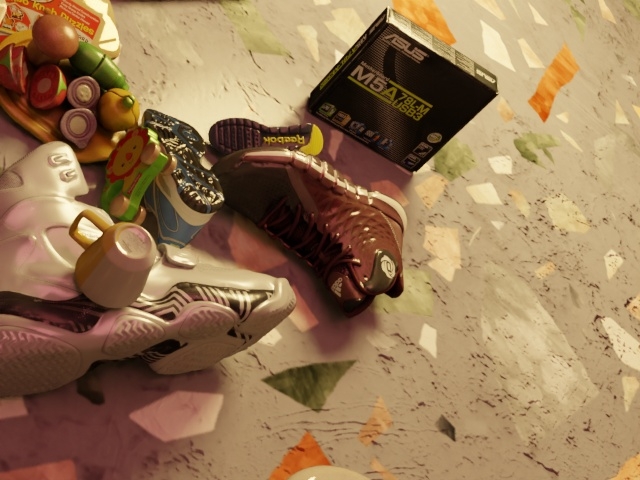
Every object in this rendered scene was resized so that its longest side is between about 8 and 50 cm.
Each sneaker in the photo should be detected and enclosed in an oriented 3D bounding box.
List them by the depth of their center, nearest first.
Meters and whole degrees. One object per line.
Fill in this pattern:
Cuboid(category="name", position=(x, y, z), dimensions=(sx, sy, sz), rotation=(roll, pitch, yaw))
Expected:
Cuboid(category="sneaker", position=(-0.194, 0.018, 1.032), dimensions=(0.365, 0.137, 0.210), rotation=(-5, 64, -40))
Cuboid(category="sneaker", position=(-0.170, -0.074, 1.188), dimensions=(0.080, 0.081, 0.211), rotation=(19, 29, -28))
Cuboid(category="sneaker", position=(0.000, 0.000, 1.254), dimensions=(0.281, 0.106, 0.163), rotation=(17, 50, -32))
Cuboid(category="sneaker", position=(-0.072, -0.120, 1.335), dimensions=(0.144, 0.059, 0.053), rotation=(4, 85, -21))

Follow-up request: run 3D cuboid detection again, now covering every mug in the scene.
Cuboid(category="mug", position=(-0.177, 0.014, 0.915), dimensions=(0.078, 0.064, 0.062), rotation=(19, 53, -21))

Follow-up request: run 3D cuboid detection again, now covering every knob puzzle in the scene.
Cuboid(category="knob puzzle", position=(-0.317, -0.257, 1.226), dimensions=(0.213, 0.030, 0.213), rotation=(16, 62, -32))

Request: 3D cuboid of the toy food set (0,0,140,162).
Cuboid(category="toy food set", position=(-0.277, -0.177, 1.154), dimensions=(0.218, 0.071, 0.128), rotation=(37, 52, -19))

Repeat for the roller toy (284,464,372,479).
Cuboid(category="roller toy", position=(-0.002, 0.310, 0.952), dimensions=(0.191, 0.146, 0.209), rotation=(-3, 54, -54))

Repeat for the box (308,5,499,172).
Cuboid(category="box", position=(0.110, -0.198, 1.456), dimensions=(0.190, 0.184, 0.045), rotation=(29, 43, -22))

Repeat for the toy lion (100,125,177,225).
Cuboid(category="toy lion", position=(-0.199, -0.072, 1.127), dimensions=(0.034, 0.096, 0.100), rotation=(34, 83, -39))
